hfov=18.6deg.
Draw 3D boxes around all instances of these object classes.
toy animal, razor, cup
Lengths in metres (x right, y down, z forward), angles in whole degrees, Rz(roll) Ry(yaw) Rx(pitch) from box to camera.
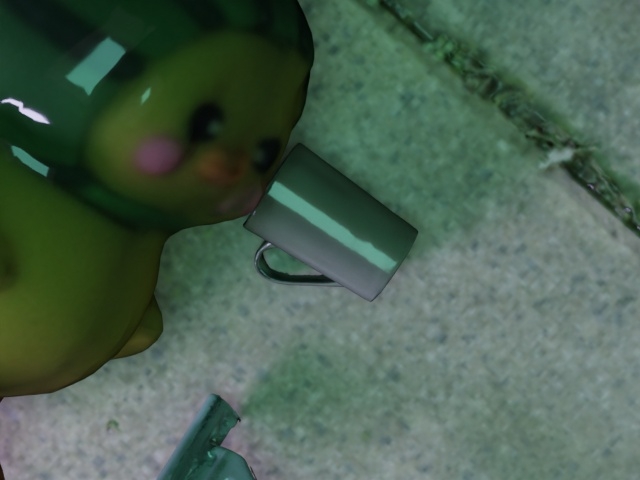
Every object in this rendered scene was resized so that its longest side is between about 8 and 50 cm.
[{"bbox_3d":[-0.154,-0.033,0.998,0.191,0.216,0.338,43,99,26],"label":"toy animal"},{"bbox_3d":[0.028,0.203,1.064,0.278,0.056,0.111,33,70,-4],"label":"razor"},{"bbox_3d":[0.000,0.000,1.060,0.083,0.054,0.075,34,95,-2],"label":"cup"}]
